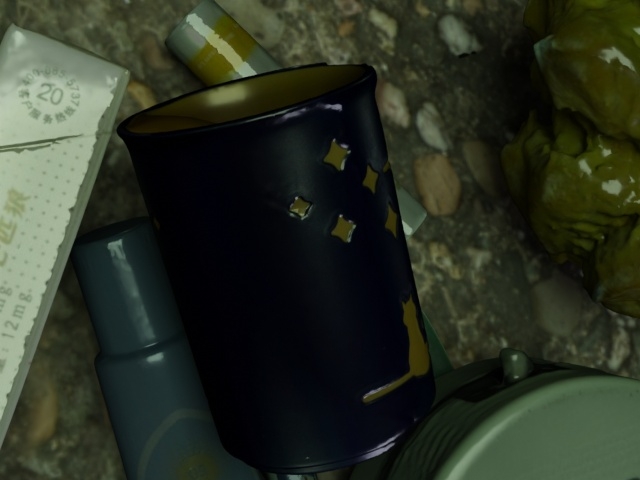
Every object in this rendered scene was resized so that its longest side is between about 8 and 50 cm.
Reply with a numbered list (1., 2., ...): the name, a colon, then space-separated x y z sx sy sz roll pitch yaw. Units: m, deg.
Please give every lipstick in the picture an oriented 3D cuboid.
1. lipstick: -0.018 -0.094 1.017 0.264 0.059 0.059 44 74 -8

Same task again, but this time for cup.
1. cup: 0.009 0.004 0.866 0.255 0.178 0.256 -26 111 -33

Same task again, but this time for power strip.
1. power strip: 0.183 0.254 0.962 0.357 0.161 0.357 0 90 -19

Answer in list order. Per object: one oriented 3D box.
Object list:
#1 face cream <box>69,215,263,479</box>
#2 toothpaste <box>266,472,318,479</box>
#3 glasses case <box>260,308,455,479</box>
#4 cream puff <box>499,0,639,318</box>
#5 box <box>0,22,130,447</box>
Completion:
1. face cream: -0.104 0.172 0.940 0.136 0.086 0.385 -21 102 -19
2. toothpaste: -0.033 0.152 0.954 0.057 0.035 0.197 -13 85 -32
3. glasses case: 0.020 0.129 1.010 0.184 0.039 0.077 -28 91 -17
4. cream puff: 0.302 -0.095 1.022 0.378 0.275 0.378 21 53 -31
5. box: -0.240 0.035 0.858 0.095 0.210 0.330 21 79 -14
